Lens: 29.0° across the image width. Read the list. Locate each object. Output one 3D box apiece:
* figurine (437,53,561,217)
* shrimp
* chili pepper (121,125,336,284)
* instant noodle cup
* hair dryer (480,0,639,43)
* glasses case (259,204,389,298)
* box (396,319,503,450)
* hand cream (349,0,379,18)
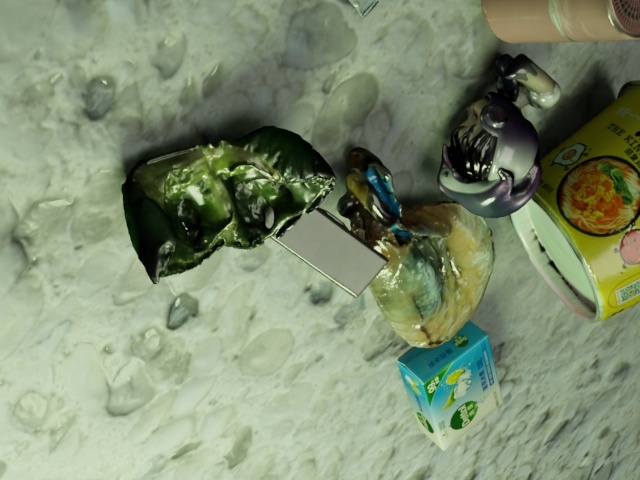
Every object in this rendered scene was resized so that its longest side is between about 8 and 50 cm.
[{"bbox_3d":[0.258,-0.141,1.739,0.145,0.145,0.222,24,96,-48],"label":"figurine"},{"bbox_3d":[0.147,0.012,1.794,0.221,0.110,0.446,-50,143,-7],"label":"shrimp"},{"bbox_3d":[-0.117,-0.054,1.509,0.264,0.116,0.148,-22,92,-20],"label":"chili pepper"},{"bbox_3d":[0.451,-0.044,1.874,0.254,0.325,0.325,-31,137,-6],"label":"instant noodle cup"},{"bbox_3d":[0.323,-0.430,1.580,0.125,0.210,0.352,-3,97,-41],"label":"hair dryer"},{"bbox_3d":[-0.001,-0.001,1.636,0.190,0.042,0.072,36,102,-24],"label":"glasses case"},{"bbox_3d":[0.217,0.234,2.038,0.139,0.073,0.194,-36,138,-15],"label":"box"},{"bbox_3d":[0.041,-0.308,1.521,0.030,0.019,0.093,-51,146,0],"label":"hand cream"}]
